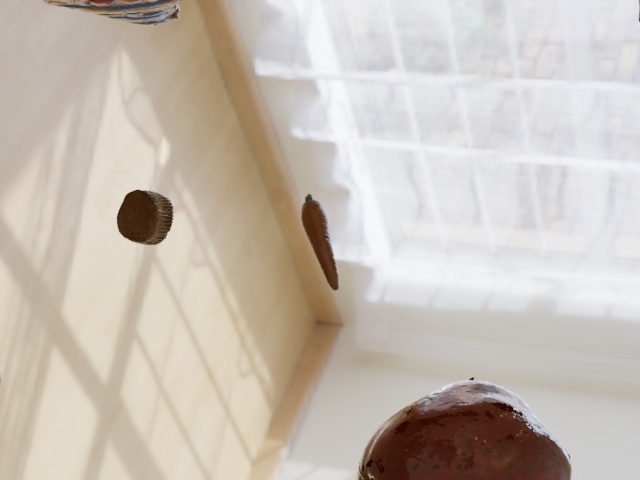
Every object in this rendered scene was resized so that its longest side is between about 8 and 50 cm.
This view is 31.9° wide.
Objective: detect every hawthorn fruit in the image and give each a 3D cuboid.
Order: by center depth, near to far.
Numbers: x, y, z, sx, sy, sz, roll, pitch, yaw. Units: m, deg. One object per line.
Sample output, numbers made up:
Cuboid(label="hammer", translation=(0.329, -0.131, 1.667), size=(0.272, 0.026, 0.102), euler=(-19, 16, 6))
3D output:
Cuboid(label="hawthorn fruit", translation=(0.112, 0.219, 0.991), size=(0.185, 0.202, 0.185), euler=(178, -90, -69))

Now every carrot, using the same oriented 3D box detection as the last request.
Cuboid(label="carrot", translation=(0.000, 0.000, 1.425), size=(0.035, 0.035, 0.142), euler=(53, 18, -58))

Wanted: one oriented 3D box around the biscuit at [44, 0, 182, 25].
Cuboid(label="biscuit", translation=(-0.225, -0.275, 1.188), size=(0.280, 0.183, 0.043), euler=(13, 73, -72))

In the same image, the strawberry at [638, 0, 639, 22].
Cuboid(label="strawberry", translation=(0.475, -0.312, 1.298), size=(0.265, 0.149, 0.336), euler=(175, -105, -81))

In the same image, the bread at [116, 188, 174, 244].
Cuboid(label="bread", translation=(-0.248, -0.033, 1.618), size=(0.053, 0.085, 0.085), euler=(0, 95, -57))
